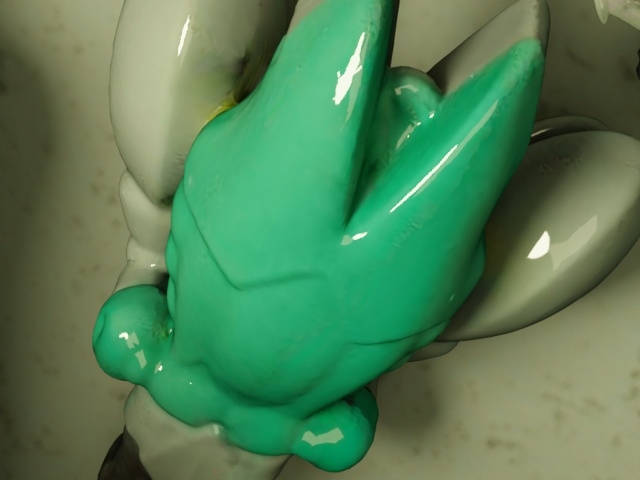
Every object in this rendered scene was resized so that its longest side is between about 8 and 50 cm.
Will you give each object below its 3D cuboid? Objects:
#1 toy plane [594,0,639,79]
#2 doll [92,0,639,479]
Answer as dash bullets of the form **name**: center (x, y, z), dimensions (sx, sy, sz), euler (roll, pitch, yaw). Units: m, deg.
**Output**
- **toy plane**: center (0.177, -0.076, 0.630), dimensions (0.160, 0.082, 0.234), euler (-13, 117, -5)
- **doll**: center (-0.015, -0.012, 0.627), dimensions (0.258, 0.153, 0.195), euler (-31, 119, 26)
